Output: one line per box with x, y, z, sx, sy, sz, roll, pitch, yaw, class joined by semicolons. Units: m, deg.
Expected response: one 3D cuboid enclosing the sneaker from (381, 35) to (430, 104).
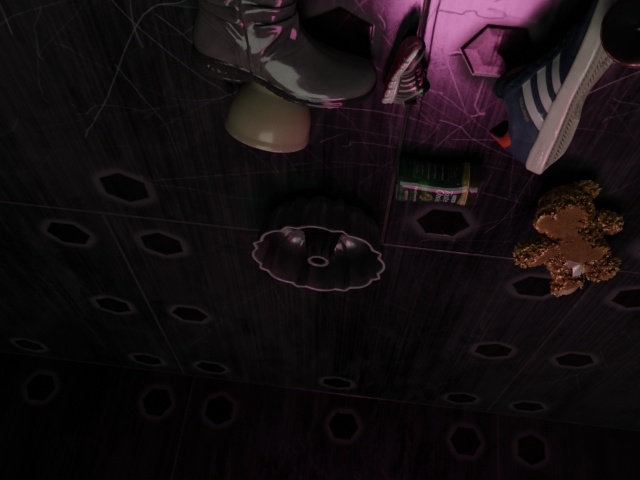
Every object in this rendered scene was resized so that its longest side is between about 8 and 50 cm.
0.162;-0.292;1.161;0.075;0.063;0.170;12;155;-6;sneaker

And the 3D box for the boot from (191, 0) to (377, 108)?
-0.049;-0.345;1.078;0.338;0.118;0.222;8;145;-8;boot

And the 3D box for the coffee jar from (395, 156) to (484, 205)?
0.253;-0.124;1.410;0.184;0.079;0.096;4;150;6;coffee jar

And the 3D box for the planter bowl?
-0.088;-0.250;1.225;0.162;0.162;0.109;12;122;-8;planter bowl

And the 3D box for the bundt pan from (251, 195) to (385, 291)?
0.000;0.000;1.642;0.331;0.124;0.331;5;151;3;bundt pan

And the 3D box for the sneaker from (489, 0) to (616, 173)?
0.374;-0.275;1.093;0.148;0.131;0.350;39;140;24;sneaker

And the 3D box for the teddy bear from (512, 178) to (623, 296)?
0.559;-0.003;1.484;0.245;0.113;0.338;-37;127;26;teddy bear

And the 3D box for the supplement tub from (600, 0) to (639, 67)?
0.487;-0.300;0.957;0.106;0.106;0.198;-23;174;42;supplement tub

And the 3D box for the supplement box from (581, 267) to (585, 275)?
0.626;0.039;1.621;0.083;0.056;0.083;15;149;-11;supplement box
